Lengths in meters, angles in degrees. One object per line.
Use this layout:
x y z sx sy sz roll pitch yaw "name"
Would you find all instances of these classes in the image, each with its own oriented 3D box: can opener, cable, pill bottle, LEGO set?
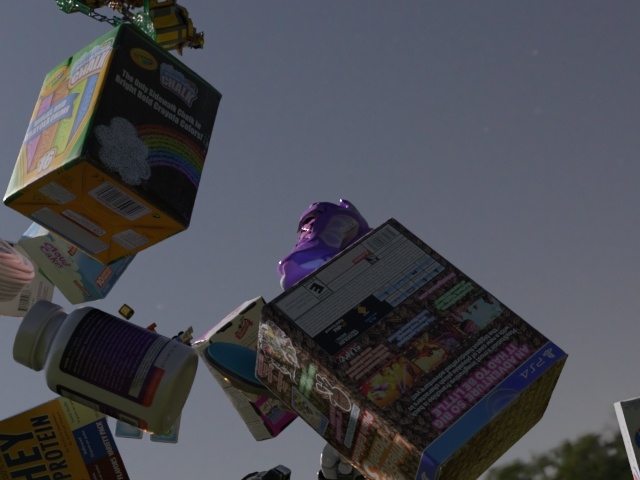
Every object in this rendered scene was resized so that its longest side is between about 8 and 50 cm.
0.134 0.426 2.274 0.280 0.074 0.093 2 -28 1 "can opener"
-0.618 0.020 2.071 0.257 0.257 0.089 31 -90 -34 "cable"
-0.247 0.139 1.372 0.193 0.108 0.108 21 -21 8 "pill bottle"
-0.240 -0.418 1.758 0.192 0.331 0.255 -20 -61 -37 "LEGO set"
-0.330 0.234 2.165 0.182 0.244 0.060 6 -20 4 "LEGO set"

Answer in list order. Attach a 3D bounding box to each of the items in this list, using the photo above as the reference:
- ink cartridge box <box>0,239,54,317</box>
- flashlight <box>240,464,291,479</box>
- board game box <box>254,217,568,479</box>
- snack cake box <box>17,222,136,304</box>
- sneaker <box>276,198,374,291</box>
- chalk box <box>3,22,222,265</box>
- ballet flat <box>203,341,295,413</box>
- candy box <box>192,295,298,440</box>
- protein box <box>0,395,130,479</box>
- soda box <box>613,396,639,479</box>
-0.652 0.074 2.449 0.208 0.153 0.087 12 0 -40 "ink cartridge box"
-0.098 0.344 1.458 0.103 0.103 0.304 -15 -8 7 "flashlight"
0.103 0.151 1.450 0.232 0.291 0.141 -34 -30 -31 "board game box"
-0.380 -0.035 2.068 0.089 0.264 0.152 -12 -56 38 "snack cake box"
0.000 0.000 1.683 0.095 0.105 0.236 -29 -2 31 "sneaker"
-0.261 -0.148 1.575 0.179 0.289 0.180 -23 -46 38 "chalk box"
-0.065 0.201 1.651 0.213 0.072 0.068 16 -58 -9 "ballet flat"
-0.120 0.249 2.333 0.159 0.233 0.071 -38 10 -38 "candy box"
-0.383 0.291 1.506 0.199 0.136 0.201 -21 -3 -35 "protein box"
0.596 0.390 2.168 0.069 0.216 0.074 -13 -10 2 "soda box"
